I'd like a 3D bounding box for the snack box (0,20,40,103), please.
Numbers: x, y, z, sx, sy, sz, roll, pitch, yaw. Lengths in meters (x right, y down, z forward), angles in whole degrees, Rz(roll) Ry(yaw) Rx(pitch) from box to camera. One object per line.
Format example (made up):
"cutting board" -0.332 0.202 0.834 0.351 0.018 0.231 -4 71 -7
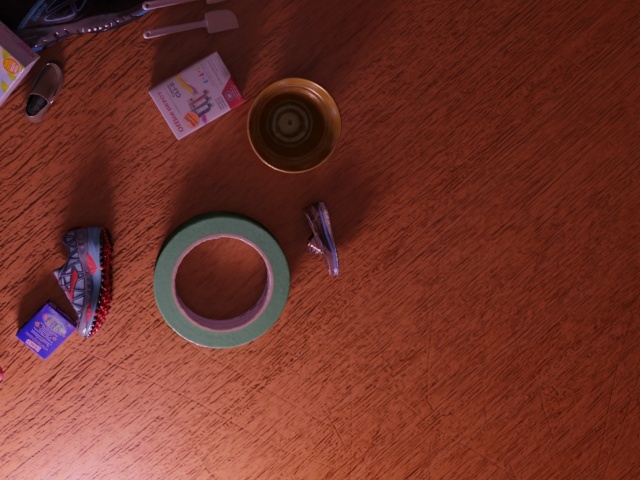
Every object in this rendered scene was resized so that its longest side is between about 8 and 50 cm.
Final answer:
"snack box" -0.717 -0.372 1.698 0.174 0.070 0.207 44 125 -16

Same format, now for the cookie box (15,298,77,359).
"cookie box" -0.639 0.208 1.897 0.107 0.040 0.092 -45 106 0

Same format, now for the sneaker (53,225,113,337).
"sneaker" -0.550 0.093 1.876 0.125 0.104 0.261 6 97 6

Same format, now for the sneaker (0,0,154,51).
"sneaker" -0.515 -0.504 1.729 0.341 0.125 0.139 -17 103 -8

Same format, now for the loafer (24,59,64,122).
"loafer" -0.607 -0.326 1.786 0.056 0.050 0.148 22 97 -14

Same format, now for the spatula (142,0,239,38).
"spatula" -0.292 -0.529 1.767 0.242 0.019 0.168 -21 112 -35

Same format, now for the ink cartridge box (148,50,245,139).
"ink cartridge box" -0.277 -0.323 1.809 0.176 0.127 0.128 -31 106 -2

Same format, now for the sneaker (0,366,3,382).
"sneaker" -0.808 0.194 1.825 0.136 0.116 0.313 -39 106 -2

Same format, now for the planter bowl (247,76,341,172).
"planter bowl" -0.066 -0.269 1.879 0.217 0.090 0.217 -2 103 -11

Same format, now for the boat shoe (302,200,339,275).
"boat shoe" 0.000 0.000 1.967 0.066 0.066 0.183 -13 94 -3

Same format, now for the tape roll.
"tape roll" -0.234 0.093 1.932 0.322 0.077 0.321 -2 103 -10
